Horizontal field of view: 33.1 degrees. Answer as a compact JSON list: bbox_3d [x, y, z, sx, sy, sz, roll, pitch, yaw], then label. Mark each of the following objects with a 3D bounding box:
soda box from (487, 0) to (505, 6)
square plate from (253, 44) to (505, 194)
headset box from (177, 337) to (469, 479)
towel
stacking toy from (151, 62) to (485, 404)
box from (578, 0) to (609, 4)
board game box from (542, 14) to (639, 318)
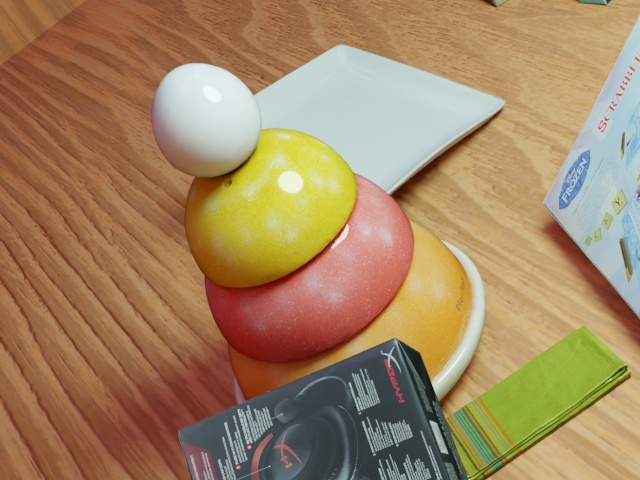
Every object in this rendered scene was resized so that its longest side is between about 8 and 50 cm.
[{"bbox_3d":[0.361,-0.494,1.906,0.181,0.061,0.058,-35,35,-3],"label":"soda box"},{"bbox_3d":[0.049,-0.175,1.660,0.344,0.049,0.347,27,49,34],"label":"square plate"},{"bbox_3d":[-0.002,0.261,1.129,0.293,0.110,0.218,-25,69,12],"label":"headset box"},{"bbox_3d":[0.224,0.185,1.207,0.237,0.021,0.102,-34,35,-2],"label":"towel"},{"bbox_3d":[-0.042,-0.017,1.262,0.350,0.480,0.351,-21,35,16],"label":"stacking toy"},{"bbox_3d":[0.503,-0.503,1.770,0.244,0.100,0.060,-45,35,-18],"label":"box"},{"bbox_3d":[0.405,-0.093,1.202,0.318,0.065,0.319,-114,42,-55],"label":"board game box"}]
